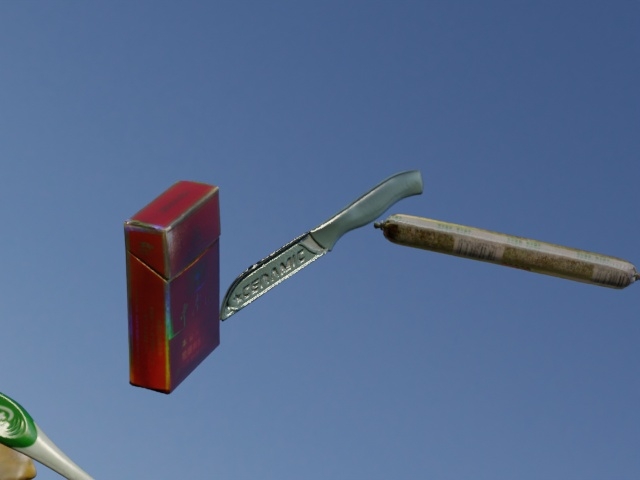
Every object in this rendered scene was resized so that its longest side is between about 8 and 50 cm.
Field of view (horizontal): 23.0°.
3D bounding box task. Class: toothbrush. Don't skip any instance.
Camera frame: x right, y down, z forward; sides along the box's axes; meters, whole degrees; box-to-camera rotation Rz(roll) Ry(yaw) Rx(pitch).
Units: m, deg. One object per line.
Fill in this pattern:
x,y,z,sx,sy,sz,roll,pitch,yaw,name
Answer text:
-0.305,0.161,1.468,0.418,0.042,0.040,32,-19,22,toothbrush

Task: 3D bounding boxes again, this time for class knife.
0.000,0.000,1.276,0.028,0.210,0.015,61,-18,-13,knife

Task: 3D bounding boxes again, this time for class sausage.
0.183,0.011,1.517,0.269,0.033,0.033,11,-28,-3,sausage

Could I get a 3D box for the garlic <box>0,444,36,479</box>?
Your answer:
-0.414,0.228,1.634,0.164,0.145,0.245,6,0,26,garlic

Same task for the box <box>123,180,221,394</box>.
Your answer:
-0.137,0.043,1.495,0.048,0.112,0.175,12,-61,21,box
